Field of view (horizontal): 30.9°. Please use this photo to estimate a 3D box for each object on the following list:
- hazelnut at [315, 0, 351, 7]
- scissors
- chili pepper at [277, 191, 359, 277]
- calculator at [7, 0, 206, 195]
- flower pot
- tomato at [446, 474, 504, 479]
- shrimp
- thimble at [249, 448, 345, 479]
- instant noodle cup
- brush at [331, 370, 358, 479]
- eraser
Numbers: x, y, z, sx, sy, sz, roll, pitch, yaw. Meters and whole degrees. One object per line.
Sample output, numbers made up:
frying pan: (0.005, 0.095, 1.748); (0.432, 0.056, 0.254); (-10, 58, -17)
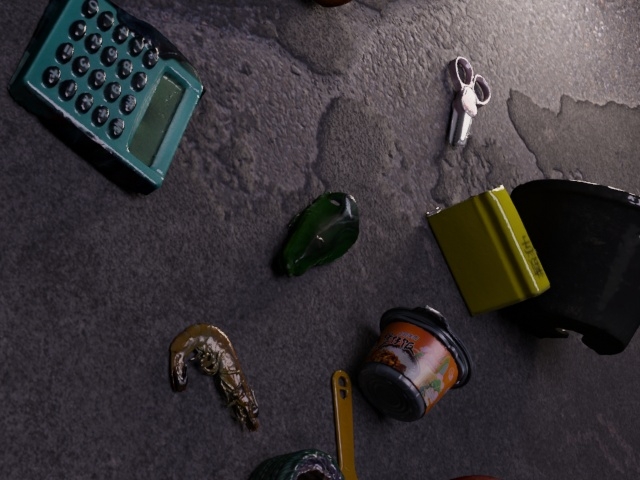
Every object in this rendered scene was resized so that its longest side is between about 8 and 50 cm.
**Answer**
hazelnut: (0.027, -0.504, 2.089); (0.150, 0.150, 0.150); (23, 57, -40)
scissors: (0.293, -0.273, 2.360); (0.118, 0.030, 0.242); (43, 43, -25)
chili pepper: (-0.002, 0.001, 1.887); (0.108, 0.062, 0.216); (58, 43, -11)
calculator: (-0.297, -0.226, 1.670); (0.274, 0.058, 0.248); (41, 46, -27)
flower pot: (0.511, 0.063, 2.236); (0.379, 0.379, 0.251); (33, 71, -34)
tomato: (0.232, 0.482, 1.769); (0.265, 0.265, 0.265); (23, 57, -40)
shrimp: (-0.153, 0.204, 1.647); (0.124, 0.034, 0.178); (-19, 86, -47)
thimble: (-0.034, 0.363, 1.661); (0.135, 0.090, 0.118); (-15, 81, -48)
instant noodle cup: (0.140, 0.212, 1.879); (0.125, 0.177, 0.208); (-47, 140, -32)
brush: (0.041, 0.335, 1.814); (0.103, 0.013, 0.272); (18, 59, -42)
eraser: (0.313, 0.020, 2.149); (0.069, 0.158, 0.226); (-28, 94, -52)
